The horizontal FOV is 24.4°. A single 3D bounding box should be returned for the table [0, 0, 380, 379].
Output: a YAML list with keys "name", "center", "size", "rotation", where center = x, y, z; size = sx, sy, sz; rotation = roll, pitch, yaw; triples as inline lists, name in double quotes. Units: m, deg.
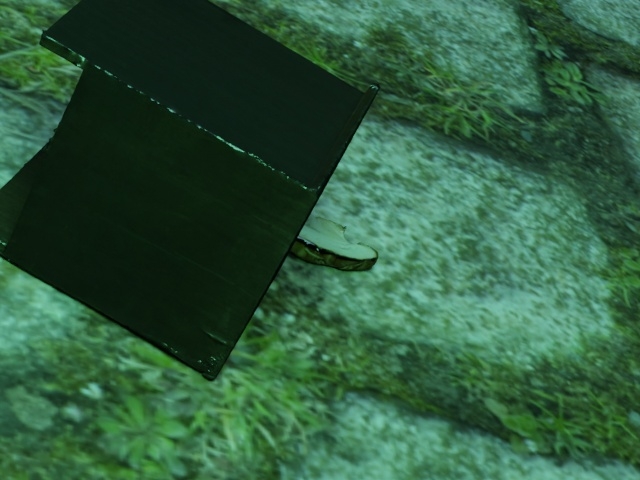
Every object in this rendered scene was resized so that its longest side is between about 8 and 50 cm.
- name: "table"
  center: [-0.096, -0.056, 0.991]
  size: [0.193, 0.169, 0.172]
  rotation: [29, 32, -1]

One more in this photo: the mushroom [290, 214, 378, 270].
- name: "mushroom"
  center: [0.000, 0.000, 1.132]
  size: [0.101, 0.019, 0.049]
  rotation: [21, 34, -19]
